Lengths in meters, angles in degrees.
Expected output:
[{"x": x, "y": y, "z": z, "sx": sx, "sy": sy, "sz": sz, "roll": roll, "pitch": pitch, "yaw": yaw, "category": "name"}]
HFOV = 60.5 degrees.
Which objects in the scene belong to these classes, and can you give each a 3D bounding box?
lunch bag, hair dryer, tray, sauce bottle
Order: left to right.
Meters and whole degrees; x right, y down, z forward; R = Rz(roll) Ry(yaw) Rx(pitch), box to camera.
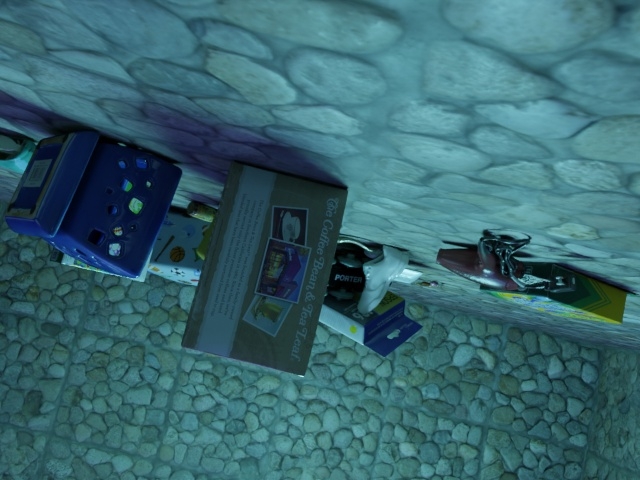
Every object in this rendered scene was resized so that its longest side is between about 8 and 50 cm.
[{"x": -0.408, "y": 0.043, "z": 1.882, "sx": 0.327, "sy": 0.239, "sz": 0.385, "roll": 10, "pitch": 165, "yaw": 14, "category": "lunch bag"}, {"x": -0.318, "y": -0.075, "z": 1.563, "sx": 0.042, "sy": 0.042, "sz": 0.128, "roll": 7, "pitch": 172, "yaw": 43, "category": "sauce bottle"}, {"x": 0.295, "y": 0.128, "z": 2.035, "sx": 0.145, "sy": 0.030, "sz": 0.270, "roll": 12, "pitch": 173, "yaw": 7, "category": "tray"}, {"x": 0.356, "y": 0.032, "z": 1.138, "sx": 0.223, "sy": 0.080, "sz": 0.293, "roll": 34, "pitch": 159, "yaw": -23, "category": "hair dryer"}]

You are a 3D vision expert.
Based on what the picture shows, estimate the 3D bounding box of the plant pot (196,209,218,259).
[{"x": -0.214, "y": 0.013, "z": 1.469, "sx": 0.187, "sy": 0.212, "sz": 0.212, "roll": 27, "pitch": 171, "yaw": -8, "category": "plant pot"}]

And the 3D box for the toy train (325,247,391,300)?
[{"x": 0.046, "y": 0.087, "z": 1.613, "sx": 0.333, "sy": 0.142, "sz": 0.190, "roll": 7, "pitch": -167, "yaw": -29, "category": "toy train"}]

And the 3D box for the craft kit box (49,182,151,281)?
[{"x": -0.523, "y": -0.039, "z": 1.381, "sx": 0.060, "sy": 0.250, "sz": 0.246, "roll": 7, "pitch": 171, "yaw": 31, "category": "craft kit box"}]

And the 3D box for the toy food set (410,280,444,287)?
[{"x": 0.414, "y": 0.167, "z": 2.127, "sx": 0.122, "sy": 0.019, "sz": 0.078, "roll": 6, "pitch": 170, "yaw": 4, "category": "toy food set"}]

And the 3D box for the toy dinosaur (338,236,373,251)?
[{"x": 0.000, "y": 0.000, "z": 1.482, "sx": 0.268, "sy": 0.064, "sz": 0.118, "roll": 9, "pitch": -174, "yaw": 26, "category": "toy dinosaur"}]

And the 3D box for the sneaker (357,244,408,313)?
[{"x": 0.148, "y": 0.103, "z": 1.517, "sx": 0.094, "sy": 0.212, "sz": 0.080, "roll": 30, "pitch": -164, "yaw": -11, "category": "sneaker"}]

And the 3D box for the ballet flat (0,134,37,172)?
[{"x": -0.717, "y": -0.207, "z": 1.197, "sx": 0.247, "sy": 0.083, "sz": 0.087, "roll": 12, "pitch": 148, "yaw": 13, "category": "ballet flat"}]

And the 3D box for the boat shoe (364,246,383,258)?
[{"x": 0.173, "y": 0.034, "z": 1.553, "sx": 0.100, "sy": 0.035, "sz": 0.035, "roll": 16, "pitch": 146, "yaw": 8, "category": "boat shoe"}]

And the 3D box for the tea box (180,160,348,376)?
[{"x": -0.098, "y": 0.062, "z": 1.066, "sx": 0.219, "sy": 0.329, "sz": 0.323, "roll": 14, "pitch": 172, "yaw": -3, "category": "tea box"}]

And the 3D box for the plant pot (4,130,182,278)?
[{"x": -0.442, "y": -0.079, "z": 1.050, "sx": 0.235, "sy": 0.236, "sz": 0.212, "roll": 5, "pitch": 162, "yaw": 45, "category": "plant pot"}]

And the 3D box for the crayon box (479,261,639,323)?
[{"x": 0.575, "y": 0.129, "z": 1.323, "sx": 0.322, "sy": 0.083, "sz": 0.203, "roll": 17, "pitch": 172, "yaw": -27, "category": "crayon box"}]

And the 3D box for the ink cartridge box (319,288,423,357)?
[{"x": 0.130, "y": 0.205, "z": 1.647, "sx": 0.307, "sy": 0.072, "sz": 0.303, "roll": 24, "pitch": -160, "yaw": 25, "category": "ink cartridge box"}]
